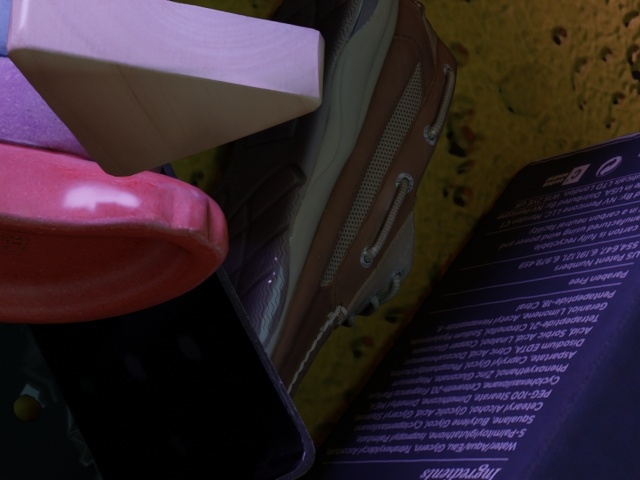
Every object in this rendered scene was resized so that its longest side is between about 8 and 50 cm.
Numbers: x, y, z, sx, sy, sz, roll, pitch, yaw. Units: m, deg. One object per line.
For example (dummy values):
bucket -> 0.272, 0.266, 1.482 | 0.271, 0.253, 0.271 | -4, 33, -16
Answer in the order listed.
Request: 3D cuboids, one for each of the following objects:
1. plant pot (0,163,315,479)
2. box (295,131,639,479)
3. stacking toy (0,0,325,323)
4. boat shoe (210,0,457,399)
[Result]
plant pot -> -0.147, 0.074, 0.676 | 0.187, 0.167, 0.188 | -24, 82, -31
box -> 0.175, 0.170, 0.847 | 0.293, 0.212, 0.395 | 48, 60, -17
stacking toy -> -0.161, -0.082, 0.473 | 0.309, 0.279, 0.130 | 12, 67, -26
boat shoe -> 0.000, 0.000, 0.823 | 0.116, 0.123, 0.324 | 30, 74, -31
